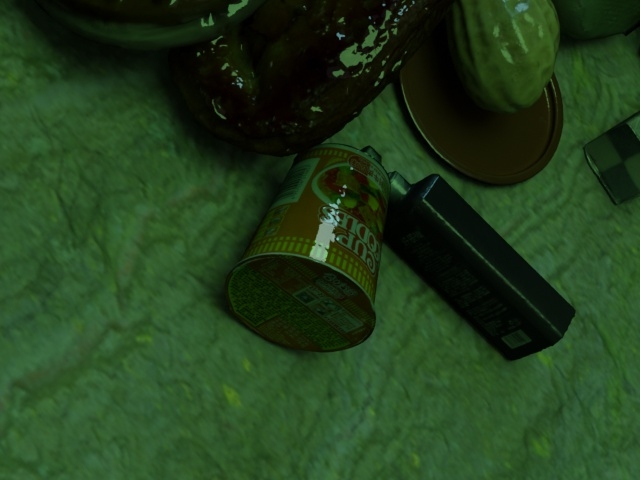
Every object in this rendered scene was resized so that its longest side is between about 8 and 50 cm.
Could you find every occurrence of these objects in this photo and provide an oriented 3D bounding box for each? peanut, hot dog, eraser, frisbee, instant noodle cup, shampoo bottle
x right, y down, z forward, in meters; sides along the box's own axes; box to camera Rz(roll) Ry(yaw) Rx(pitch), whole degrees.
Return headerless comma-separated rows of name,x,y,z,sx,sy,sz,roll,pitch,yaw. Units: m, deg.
peanut,0.212,-0.301,1.738,0.147,0.147,0.306,-3,70,-31
hot dog,-0.004,-0.260,1.578,0.267,0.174,0.387,26,55,21
eraser,0.525,-0.181,1.914,0.404,0.098,0.096,-31,90,-34
frisbee,0.201,-0.186,1.776,0.250,0.021,0.251,11,67,-27
instant noodle cup,0.000,0.000,1.520,0.168,0.168,0.185,33,50,-16
shampoo bottle,0.151,0.009,1.629,0.309,0.098,0.071,43,57,-11

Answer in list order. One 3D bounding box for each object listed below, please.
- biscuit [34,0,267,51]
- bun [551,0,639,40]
biscuit,-0.174,-0.347,1.489,0.332,0.103,0.332,-1,64,2
bun,0.387,-0.401,1.811,0.293,0.293,0.187,-18,64,-34
